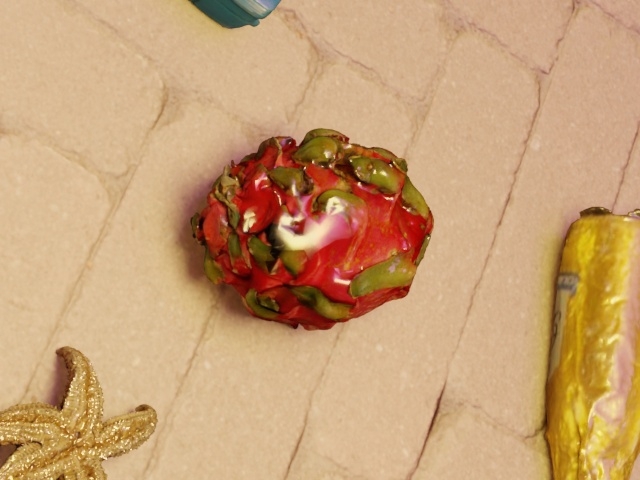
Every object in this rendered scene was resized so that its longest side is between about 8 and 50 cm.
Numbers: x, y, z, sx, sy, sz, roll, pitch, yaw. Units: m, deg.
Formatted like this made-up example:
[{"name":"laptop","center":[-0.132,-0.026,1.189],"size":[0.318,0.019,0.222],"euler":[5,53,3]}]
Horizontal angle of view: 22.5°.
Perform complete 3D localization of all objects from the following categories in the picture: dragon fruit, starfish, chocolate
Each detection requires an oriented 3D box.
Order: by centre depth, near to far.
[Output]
[{"name":"starfish","center":[-0.273,0.211,1.746],"size":[0.238,0.071,0.216],"euler":[-4,69,-41]},{"name":"dragon fruit","center":[0.000,-0.012,1.906],"size":[0.303,0.231,0.237],"euler":[0,86,-26]},{"name":"chocolate","center":[0.379,0.181,2.145],"size":[0.162,0.162,0.445],"euler":[20,69,-27]}]

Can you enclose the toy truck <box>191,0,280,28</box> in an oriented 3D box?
[{"name":"toy truck","center":[-0.043,-0.435,2.030],"size":[0.161,0.162,0.385],"euler":[41,61,-18]}]
